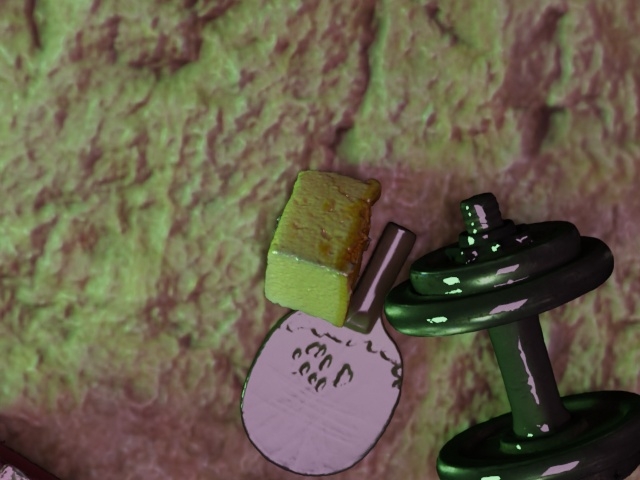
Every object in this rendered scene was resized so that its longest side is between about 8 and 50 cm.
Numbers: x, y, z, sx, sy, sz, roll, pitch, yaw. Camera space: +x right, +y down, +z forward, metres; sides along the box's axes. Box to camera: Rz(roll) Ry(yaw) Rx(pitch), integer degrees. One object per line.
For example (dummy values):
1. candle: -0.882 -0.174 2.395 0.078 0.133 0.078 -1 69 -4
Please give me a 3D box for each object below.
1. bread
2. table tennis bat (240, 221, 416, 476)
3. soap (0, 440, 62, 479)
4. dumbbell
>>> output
1. bread: 0.000 0.000 1.447 0.084 0.080 0.109 16 57 6
2. table tennis bat: 0.020 0.094 1.470 0.131 0.022 0.234 27 95 -7
3. soap: -0.282 0.257 1.390 0.289 0.112 0.182 33 87 -2
4. dumbbell: 0.165 0.101 1.400 0.192 0.192 0.290 -17 98 -4
